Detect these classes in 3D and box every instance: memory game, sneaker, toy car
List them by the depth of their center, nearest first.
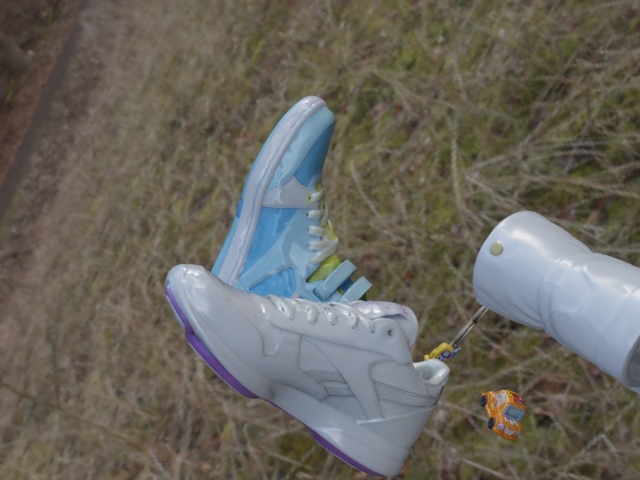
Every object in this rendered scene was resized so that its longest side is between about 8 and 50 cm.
[{"bbox_3d":[0.231,0.051,0.777,0.169,0.292,0.108,34,94,34],"label":"sneaker"},{"bbox_3d":[-0.006,0.090,0.862,0.152,0.305,0.114,-52,29,-1],"label":"sneaker"},{"bbox_3d":[0.168,0.158,1.000,0.040,0.122,0.060,-49,12,27],"label":"toy car"},{"bbox_3d":[0.000,0.000,1.161,0.319,0.208,0.127,-67,-13,19],"label":"sneaker"},{"bbox_3d":[0.186,0.132,1.274,0.186,0.012,0.186,-46,-10,-11],"label":"memory game"}]
